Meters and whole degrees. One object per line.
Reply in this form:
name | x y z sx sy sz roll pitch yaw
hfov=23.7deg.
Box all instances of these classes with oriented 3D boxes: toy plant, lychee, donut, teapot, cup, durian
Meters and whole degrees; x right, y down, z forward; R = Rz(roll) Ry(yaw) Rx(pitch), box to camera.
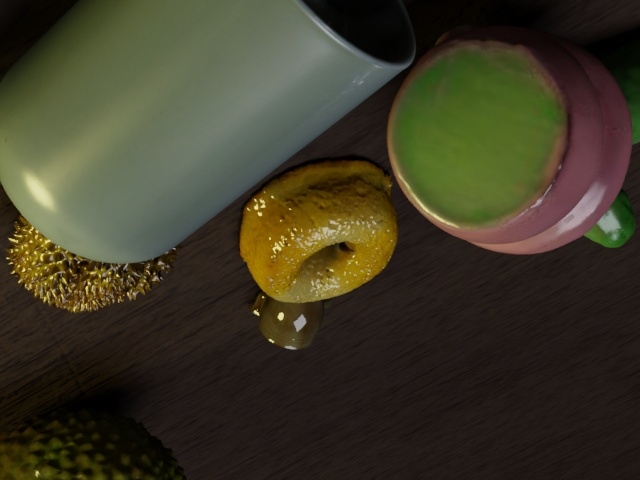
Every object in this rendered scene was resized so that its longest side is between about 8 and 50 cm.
toy plant | 0.221 -0.104 1.454 0.317 0.211 0.356 -38 159 19
lychee | -0.285 0.319 1.708 0.270 0.270 0.320 2 146 -36
donut | 0.002 0.001 1.588 0.174 0.075 0.190 -3 145 -31
teapot | -0.026 0.070 1.709 0.110 0.085 0.080 -32 150 -50
cup | -0.105 -0.129 1.187 0.312 0.205 0.205 -37 147 25
durian | -0.204 -0.002 1.388 0.158 0.137 0.168 10 138 -29
